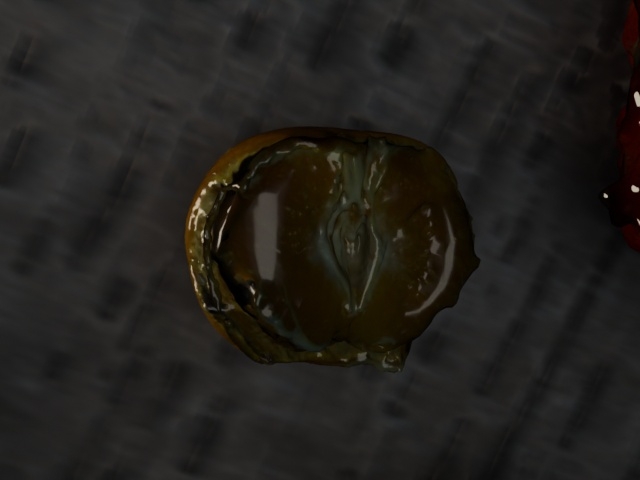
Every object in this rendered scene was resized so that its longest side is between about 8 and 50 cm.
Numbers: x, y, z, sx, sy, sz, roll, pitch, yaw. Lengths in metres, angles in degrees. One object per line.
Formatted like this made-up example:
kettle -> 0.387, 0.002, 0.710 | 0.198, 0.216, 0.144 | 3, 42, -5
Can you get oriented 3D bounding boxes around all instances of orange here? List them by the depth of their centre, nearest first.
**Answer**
orange -> 0.000, 0.000, 0.671 | 0.160, 0.112, 0.170 | -38, 128, -14

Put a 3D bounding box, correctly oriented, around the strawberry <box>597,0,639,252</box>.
strawberry -> 0.293, -0.071, 0.681 | 0.261, 0.257, 0.261 | 1, 92, 17
